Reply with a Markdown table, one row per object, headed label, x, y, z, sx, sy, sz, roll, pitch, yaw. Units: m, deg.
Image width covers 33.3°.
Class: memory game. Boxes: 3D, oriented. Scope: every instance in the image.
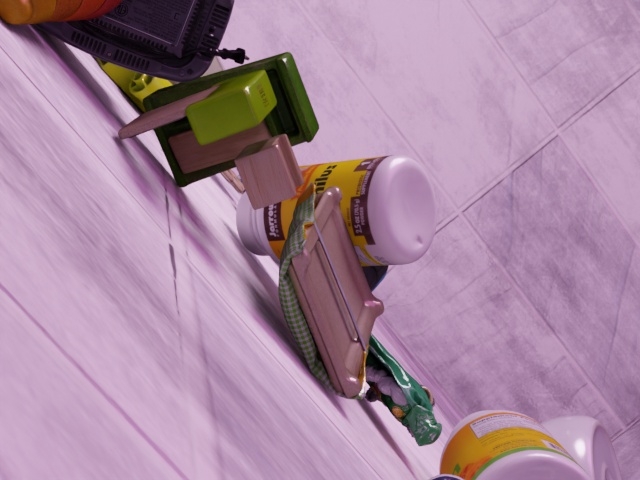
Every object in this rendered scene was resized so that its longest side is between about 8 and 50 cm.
| label | x | y | z | sx | sy | sz | roll | pitch | yaw |
| --- | --- | --- | --- | --- | --- | --- | --- | --- | --- |
| memory game | -0.183 | -0.150 | 1.792 | 0.186 | 0.012 | 0.186 | 51 | 2 | -3 |

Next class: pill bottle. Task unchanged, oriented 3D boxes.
| label | x | y | z | sx | sy | sz | roll | pitch | yaw |
| --- | --- | --- | --- | --- | --- | --- | --- | --- | --- |
| pill bottle | 0.200 | 0.258 | 1.129 | 0.136 | 0.136 | 0.245 | 51 | 2 | -5 |
| pill bottle | 0.012 | -0.028 | 1.181 | 0.215 | 0.117 | 0.117 | -4 | -40 | 38 |

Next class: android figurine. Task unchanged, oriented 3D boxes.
| label | x | y | z | sx | sy | sz | roll | pitch | yaw |
| --- | --- | --- | --- | --- | --- | --- | --- | --- | --- |
| android figurine | -0.229 | -0.215 | 1.355 | 0.273 | 0.056 | 0.248 | 47 | 4 | -42 |

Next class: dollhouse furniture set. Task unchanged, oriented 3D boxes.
| label | x | y | z | sx | sy | sz | roll | pitch | yaw |
| --- | --- | --- | --- | --- | --- | --- | --- | --- | --- |
| dollhouse furniture set | -0.065 | -0.003 | 1.014 | 0.197 | 0.151 | 0.301 | -63 | 135 | -67 |

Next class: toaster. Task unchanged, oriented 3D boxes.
| label | x | y | z | sx | sy | sz | roll | pitch | yaw |
| --- | --- | --- | --- | --- | --- | --- | --- | --- | --- |
| toaster | -0.181 | -0.237 | 1.046 | 0.227 | 0.129 | 0.146 | 19 | 9 | -18 |

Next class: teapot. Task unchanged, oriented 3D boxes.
| label | x | y | z | sx | sy | sz | roll | pitch | yaw |
| --- | --- | --- | --- | --- | --- | --- | --- | --- | --- |
| teapot | 0.345 | 0.389 | 1.599 | 0.252 | 0.187 | 0.255 | -7 | 83 | -66 |

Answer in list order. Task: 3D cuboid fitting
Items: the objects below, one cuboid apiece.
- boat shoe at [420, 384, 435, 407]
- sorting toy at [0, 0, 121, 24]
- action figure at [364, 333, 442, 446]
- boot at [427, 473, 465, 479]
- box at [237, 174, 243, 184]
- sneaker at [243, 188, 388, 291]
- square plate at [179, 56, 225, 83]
| label | x | y | z | sx | sy | sz | roll | pitch | yaw |
| --- | --- | --- | --- | --- | --- | --- | --- | --- | --- |
| boat shoe | 0.140 | 0.232 | 1.525 | 0.056 | 0.049 | 0.152 | 51 | 1 | 14 |
| sorting toy | -0.307 | -0.296 | 0.829 | 0.365 | 0.127 | 0.126 | 47 | 33 | -22 |
| action figure | 0.061 | 0.142 | 1.174 | 0.232 | 0.063 | 0.137 | 47 | -3 | 46 |
| boot | 0.141 | 0.265 | 0.835 | 0.190 | 0.069 | 0.086 | 43 | 7 | 16 |
| box | -0.085 | -0.084 | 1.955 | 0.126 | 0.072 | 0.137 | 50 | 2 | 1 |
| sneaker | 0.000 | 0.000 | 1.593 | 0.139 | 0.125 | 0.341 | 47 | -3 | 30 |
| square plate | -0.227 | -0.275 | 1.523 | 0.347 | 0.049 | 0.344 | 43 | -15 | 38 |
